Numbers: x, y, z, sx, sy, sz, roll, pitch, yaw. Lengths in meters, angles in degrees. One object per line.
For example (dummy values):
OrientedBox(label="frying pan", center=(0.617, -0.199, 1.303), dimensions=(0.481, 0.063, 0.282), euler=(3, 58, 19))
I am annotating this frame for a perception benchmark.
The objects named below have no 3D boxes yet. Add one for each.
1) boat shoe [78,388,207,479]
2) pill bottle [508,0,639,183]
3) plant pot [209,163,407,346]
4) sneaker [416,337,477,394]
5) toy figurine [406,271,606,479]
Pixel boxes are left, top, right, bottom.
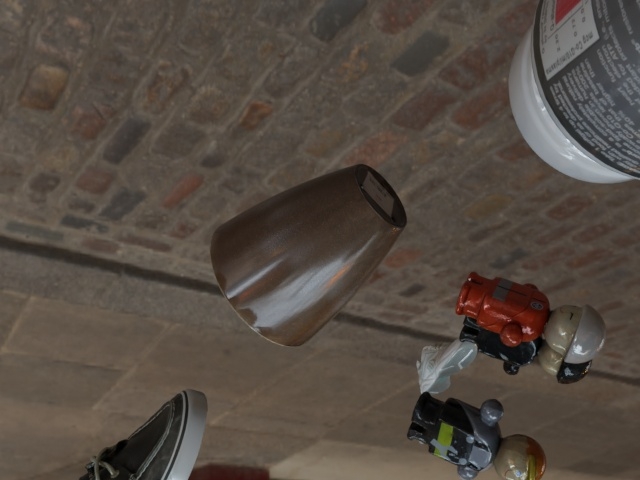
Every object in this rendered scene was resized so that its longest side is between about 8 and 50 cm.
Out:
OrientedBox(label="boat shoe", center=(-0.177, 0.223, 0.641), dimensions=(0.070, 0.078, 0.219), euler=(30, 94, -26))
OrientedBox(label="pill bottle", center=(0.203, -0.116, 0.358), dimensions=(0.162, 0.162, 0.278), euler=(0, 175, -5))
OrientedBox(label="plant pot", center=(0.000, 0.000, 1.015), dimensions=(0.230, 0.215, 0.215), euler=(-38, 136, 26))
OrientedBox(label="sneaker", center=(0.174, 0.171, 1.044), dimensions=(0.054, 0.061, 0.152), euler=(-5, 147, -24))
OrientedBox(label="toy figurine", center=(0.198, 0.155, 0.756), dimensions=(0.148, 0.209, 0.213), euler=(20, 165, 18))
